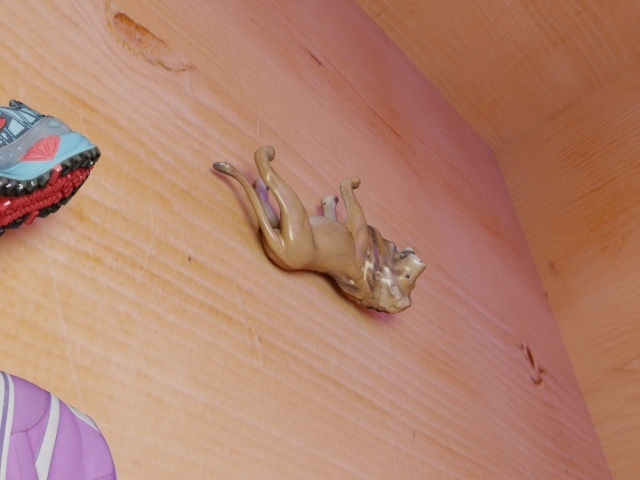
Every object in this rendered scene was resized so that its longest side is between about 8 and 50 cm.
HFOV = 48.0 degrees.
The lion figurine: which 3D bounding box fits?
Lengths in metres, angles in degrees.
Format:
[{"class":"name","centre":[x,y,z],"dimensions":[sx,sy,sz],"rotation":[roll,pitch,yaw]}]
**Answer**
[{"class":"lion figurine","centre":[0.000,0.000,1.197],"dimensions":[0.392,0.142,0.240],"rotation":[8,61,-40]}]

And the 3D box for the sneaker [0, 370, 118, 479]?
[{"class":"sneaker","centre":[-0.226,0.240,0.555],"dimensions":[0.161,0.102,0.282],"rotation":[39,31,-38]}]

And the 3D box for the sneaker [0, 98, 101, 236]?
[{"class":"sneaker","centre":[-0.313,-0.062,0.617],"dimensions":[0.125,0.104,0.262],"rotation":[40,22,2]}]
